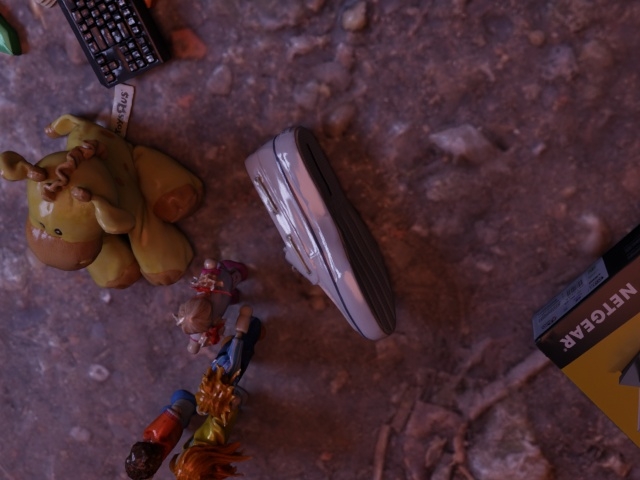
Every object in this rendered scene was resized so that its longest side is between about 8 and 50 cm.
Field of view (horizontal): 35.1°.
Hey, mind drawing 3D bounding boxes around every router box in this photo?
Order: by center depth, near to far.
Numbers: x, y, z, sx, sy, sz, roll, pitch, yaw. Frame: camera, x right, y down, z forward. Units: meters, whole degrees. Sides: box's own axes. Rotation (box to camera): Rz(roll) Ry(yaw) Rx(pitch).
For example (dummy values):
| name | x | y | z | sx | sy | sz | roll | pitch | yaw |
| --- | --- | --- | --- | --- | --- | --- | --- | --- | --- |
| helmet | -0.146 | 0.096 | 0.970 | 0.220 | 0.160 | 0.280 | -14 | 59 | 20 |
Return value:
| name | x | y | z | sx | sy | sz | roll | pitch | yaw |
| --- | --- | --- | --- | --- | --- | --- | --- | --- | --- |
| router box | 0.394 | 0.070 | 0.947 | 0.243 | 0.081 | 0.309 | 44 | 108 | -4 |

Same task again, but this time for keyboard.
| name | x | y | z | sx | sy | sz | roll | pitch | yaw |
| --- | --- | --- | --- | --- | --- | --- | --- | --- | --- |
| keyboard | -0.207 | -0.246 | 0.971 | 0.108 | 0.023 | 0.180 | -22 | 106 | 14 |

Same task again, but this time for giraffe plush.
| name | x | y | z | sx | sy | sz | roll | pitch | yaw |
| --- | --- | --- | --- | --- | --- | --- | --- | --- | --- |
| giraffe plush | -0.219 | -0.036 | 0.977 | 0.181 | 0.170 | 0.210 | -2 | 105 | 11 |

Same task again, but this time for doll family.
| name | x | y | z | sx | sy | sz | roll | pitch | yaw |
| --- | --- | --- | --- | --- | --- | --- | --- | --- | --- |
| doll family | -0.104 | 0.150 | 1.013 | 0.118 | 0.163 | 0.263 | 22 | 108 | 3 |

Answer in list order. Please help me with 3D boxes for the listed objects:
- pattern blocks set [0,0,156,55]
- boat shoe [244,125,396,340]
| name | x | y | z | sx | sy | sz | roll | pitch | yaw |
| --- | --- | --- | --- | --- | --- | --- | --- | --- | --- |
| pattern blocks set | -0.262 | -0.337 | 0.976 | 0.285 | 0.026 | 0.325 | 38 | 109 | -2 |
| boat shoe | 0.000 | 0.000 | 1.007 | 0.075 | 0.083 | 0.226 | -24 | 89 | 27 |
